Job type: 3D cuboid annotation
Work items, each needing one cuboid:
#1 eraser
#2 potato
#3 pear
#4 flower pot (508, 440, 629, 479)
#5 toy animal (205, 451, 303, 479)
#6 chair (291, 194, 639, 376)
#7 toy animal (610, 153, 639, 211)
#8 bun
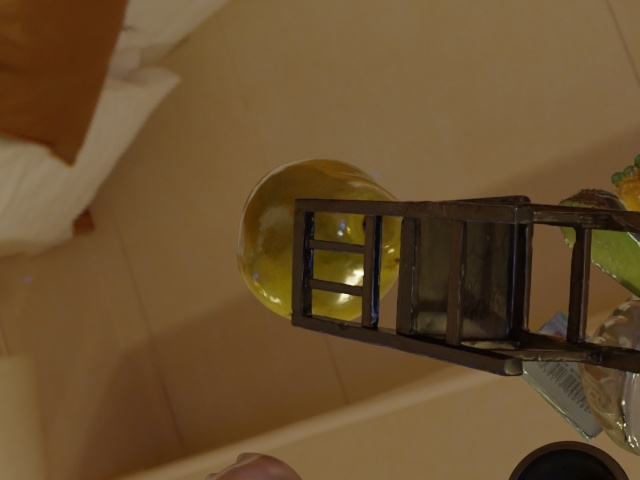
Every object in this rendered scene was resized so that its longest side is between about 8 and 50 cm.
[{"bbox_3d":[0.509,0.273,2.137,0.081,0.227,0.174,-28,158,-49],"label":"eraser"},{"bbox_3d":[0.393,-0.002,1.409,0.054,0.198,0.119,-53,-165,-25],"label":"potato"},{"bbox_3d":[0.000,0.000,2.270,0.363,0.362,0.418,-14,178,-33],"label":"pear"},{"bbox_3d":[0.467,0.499,1.936,0.235,0.235,0.148,-21,143,18],"label":"flower pot"},{"bbox_3d":[-0.057,0.496,1.709,0.237,0.326,0.269,-35,-146,-14],"label":"toy animal"},{"bbox_3d":[0.174,0.044,1.308,0.241,0.203,0.416,-1,-176,-33],"label":"chair"},{"bbox_3d":[0.697,-0.074,2.091,0.183,0.309,0.247,25,-172,40],"label":"toy animal"},{"bbox_3d":[0.463,0.175,1.551,0.263,0.263,0.175,-14,-159,-33],"label":"bun"}]
